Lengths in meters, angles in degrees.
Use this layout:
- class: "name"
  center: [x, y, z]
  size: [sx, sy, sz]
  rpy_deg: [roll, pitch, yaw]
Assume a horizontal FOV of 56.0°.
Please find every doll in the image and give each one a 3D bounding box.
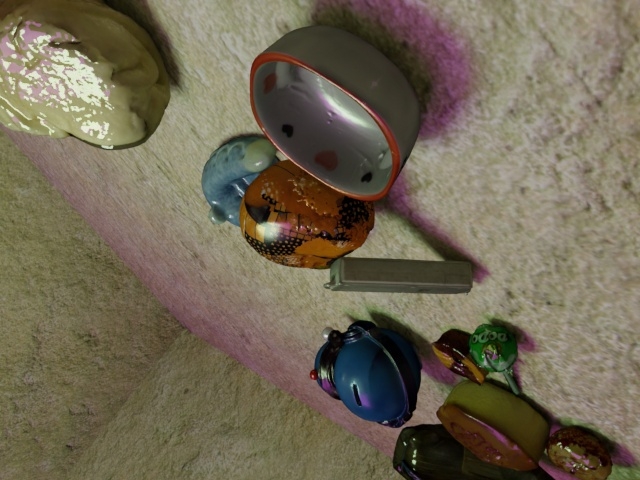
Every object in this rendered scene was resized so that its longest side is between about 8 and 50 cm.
- class: "doll"
  center: [0.125, 0.339, 1.558]
  size: [0.309, 0.240, 0.284]
  rpy_deg: [-5, 105, 52]

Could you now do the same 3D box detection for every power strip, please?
- class: "power strip"
  center: [0.138, 0.063, 1.050]
  size: [0.271, 0.052, 0.078]
  rpy_deg: [3, 164, -11]

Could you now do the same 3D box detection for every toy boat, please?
- class: "toy boat"
  center: [-0.154, -0.097, 1.264]
  size: [0.215, 0.123, 0.329]
  rpy_deg: [46, 156, -25]

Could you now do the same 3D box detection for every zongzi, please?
- class: "zongzi"
  center: [0.439, 0.619, 1.559]
  size: [0.403, 0.208, 0.432]
  rpy_deg: [23, 174, -40]

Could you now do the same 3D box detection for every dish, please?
- class: "dish"
  center: [0.030, -0.181, 0.810]
  size: [0.256, 0.117, 0.256]
  rpy_deg: [31, 158, 14]

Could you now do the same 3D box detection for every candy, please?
- class: "candy"
  center: [0.384, 0.264, 1.256]
  size: [0.097, 0.097, 0.323]
  rpy_deg: [20, 162, 36]

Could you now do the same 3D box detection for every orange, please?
- class: "orange"
  center: [-0.024, -0.048, 1.029]
  size: [0.234, 0.183, 0.234]
  rpy_deg: [-6, 172, -1]

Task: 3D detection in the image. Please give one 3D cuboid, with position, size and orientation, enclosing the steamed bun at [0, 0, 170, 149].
- class: "steamed bun"
  center: [-0.470, -0.332, 1.100]
  size: [0.371, 0.231, 0.325]
  rpy_deg: [6, 139, 0]

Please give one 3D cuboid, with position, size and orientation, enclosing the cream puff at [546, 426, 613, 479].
- class: "cream puff"
  center: [0.578, 0.469, 1.334]
  size: [0.149, 0.084, 0.149]
  rpy_deg: [28, 154, 15]

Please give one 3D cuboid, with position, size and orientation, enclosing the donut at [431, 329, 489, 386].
- class: "donut"
  center: [0.314, 0.255, 1.329]
  size: [0.140, 0.059, 0.140]
  rpy_deg: [38, 162, 14]

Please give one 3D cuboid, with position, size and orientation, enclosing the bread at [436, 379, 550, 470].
- class: "bread"
  center: [0.414, 0.450, 1.457]
  size: [0.269, 0.148, 0.270]
  rpy_deg: [31, 158, 14]

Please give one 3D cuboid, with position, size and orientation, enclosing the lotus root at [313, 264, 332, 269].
- class: "lotus root"
  center: [0.000, 0.000, 1.223]
  size: [0.120, 0.120, 0.209]
  rpy_deg: [45, 160, -18]
